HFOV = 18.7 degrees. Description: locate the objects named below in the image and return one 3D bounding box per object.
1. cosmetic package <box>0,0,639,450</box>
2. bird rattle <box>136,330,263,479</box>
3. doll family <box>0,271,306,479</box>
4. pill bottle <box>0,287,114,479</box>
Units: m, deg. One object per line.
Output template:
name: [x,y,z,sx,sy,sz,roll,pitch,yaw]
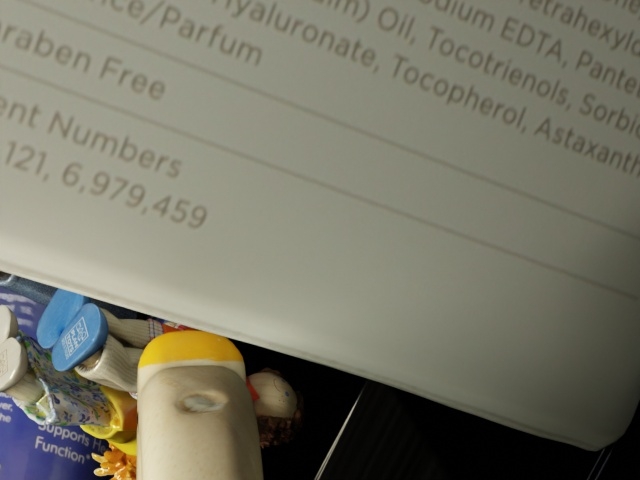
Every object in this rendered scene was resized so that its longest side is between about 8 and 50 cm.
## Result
cosmetic package: [-0.022,-0.183,0.733,0.329,0.327,0.393,29,98,59]
bird rattle: [-0.046,0.145,0.606,0.253,0.143,0.207,-82,-8,-66]
doll family: [-0.103,0.043,0.985,0.118,0.163,0.263,-47,39,20]
pill bottle: [-0.174,0.083,1.125,0.153,0.153,0.264,-36,40,53]
